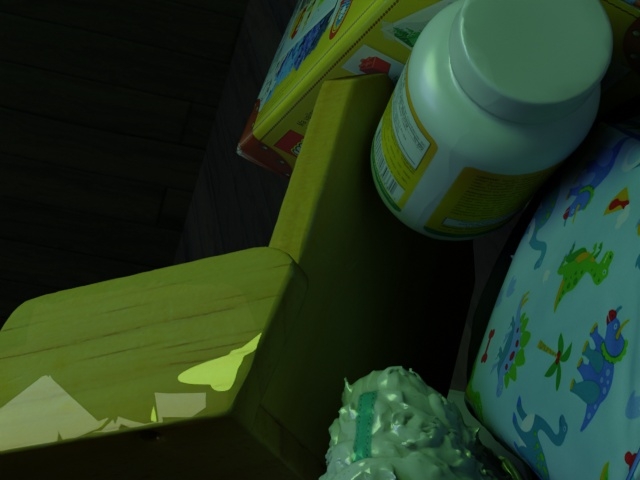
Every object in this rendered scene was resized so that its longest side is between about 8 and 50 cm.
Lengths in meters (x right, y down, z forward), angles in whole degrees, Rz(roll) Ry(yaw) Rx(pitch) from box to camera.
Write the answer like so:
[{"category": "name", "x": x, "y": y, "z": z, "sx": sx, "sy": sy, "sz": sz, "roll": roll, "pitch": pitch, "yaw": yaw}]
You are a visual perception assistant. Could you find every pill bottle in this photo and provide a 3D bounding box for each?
[{"category": "pill bottle", "x": 0.104, "y": -0.083, "z": 0.733, "sx": 0.208, "sy": 0.118, "sz": 0.117, "roll": 112, "pitch": 165, "yaw": -71}]

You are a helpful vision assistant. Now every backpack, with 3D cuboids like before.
[{"category": "backpack", "x": 0.227, "y": 0.064, "z": 0.687, "sx": 0.290, "sy": 0.273, "sz": 0.355, "roll": -64, "pitch": 31, "yaw": 9}]

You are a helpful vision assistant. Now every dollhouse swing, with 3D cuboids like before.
[{"category": "dollhouse swing", "x": -0.057, "y": 0.083, "z": 0.913, "sx": 0.347, "sy": 0.315, "sz": 0.305, "roll": 52, "pitch": -148, "yaw": -50}]

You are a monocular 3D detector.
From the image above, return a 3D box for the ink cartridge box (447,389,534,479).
[{"category": "ink cartridge box", "x": 0.098, "y": 0.309, "z": 1.124, "sx": 0.201, "sy": 0.117, "sz": 0.278, "roll": -100, "pitch": 26, "yaw": -51}]

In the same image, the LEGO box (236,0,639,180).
[{"category": "LEGO box", "x": 0.141, "y": -0.258, "z": 0.971, "sx": 0.500, "sy": 0.193, "sz": 0.372, "roll": -33, "pitch": 34, "yaw": 67}]

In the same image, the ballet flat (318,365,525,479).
[{"category": "ballet flat", "x": 0.110, "y": 0.197, "z": 0.833, "sx": 0.409, "sy": 0.147, "sz": 0.147, "roll": 53, "pitch": -146, "yaw": -55}]

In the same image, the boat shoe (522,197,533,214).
[{"category": "boat shoe", "x": 0.204, "y": 0.051, "z": 0.960, "sx": 0.306, "sy": 0.113, "sz": 0.105, "roll": 115, "pitch": 153, "yaw": -46}]
